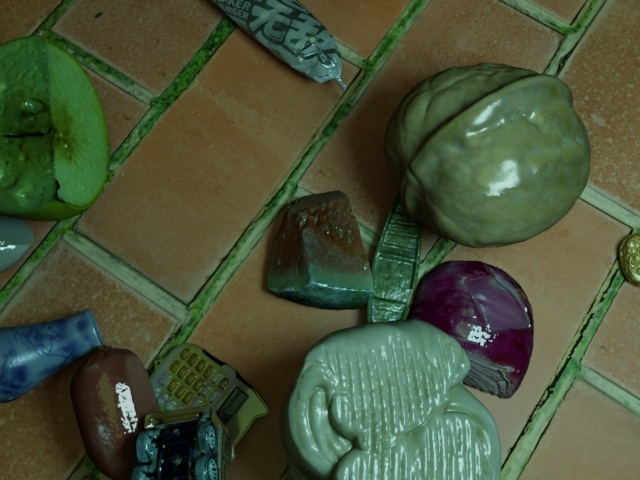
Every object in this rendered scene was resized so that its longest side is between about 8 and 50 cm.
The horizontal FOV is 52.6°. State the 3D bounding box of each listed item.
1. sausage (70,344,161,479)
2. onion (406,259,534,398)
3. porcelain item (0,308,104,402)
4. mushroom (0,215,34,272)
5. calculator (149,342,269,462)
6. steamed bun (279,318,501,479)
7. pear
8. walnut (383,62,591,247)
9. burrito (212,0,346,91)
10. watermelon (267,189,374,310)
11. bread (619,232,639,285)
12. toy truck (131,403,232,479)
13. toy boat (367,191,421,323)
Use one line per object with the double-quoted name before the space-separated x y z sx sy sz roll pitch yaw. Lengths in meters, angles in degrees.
"sausage" -0.362 0.309 1.157 0.148 0.148 0.254 -14 82 -5
"onion" 0.300 0.150 1.236 0.250 0.111 0.247 20 76 6
"porcelain item" -0.538 0.211 1.194 0.259 0.141 0.141 -21 75 -17
"mushroom" -0.675 0.039 1.267 0.225 0.093 0.116 -40 63 -2
"calculator" -0.221 0.298 1.224 0.237 0.033 0.157 36 78 11
"steamed bun" 0.092 0.313 1.111 0.368 0.255 0.342 6 66 -24
"pear" -0.598 -0.185 1.263 0.318 0.238 0.342 -9 80 9
"walnut" 0.309 -0.159 1.196 0.382 0.381 0.380 0 74 -1
"burrito" -0.088 -0.477 1.411 0.445 0.101 0.139 43 73 12
"watermelon" 0.000 0.000 1.280 0.193 0.139 0.256 6 66 -7
"bread" 0.647 0.038 1.304 0.083 0.044 0.110 -3 77 0
"toy truck" -0.215 0.439 1.048 0.136 0.162 0.305 -12 53 10
"toy boat" 0.150 0.049 1.288 0.093 0.055 0.292 12 75 3
